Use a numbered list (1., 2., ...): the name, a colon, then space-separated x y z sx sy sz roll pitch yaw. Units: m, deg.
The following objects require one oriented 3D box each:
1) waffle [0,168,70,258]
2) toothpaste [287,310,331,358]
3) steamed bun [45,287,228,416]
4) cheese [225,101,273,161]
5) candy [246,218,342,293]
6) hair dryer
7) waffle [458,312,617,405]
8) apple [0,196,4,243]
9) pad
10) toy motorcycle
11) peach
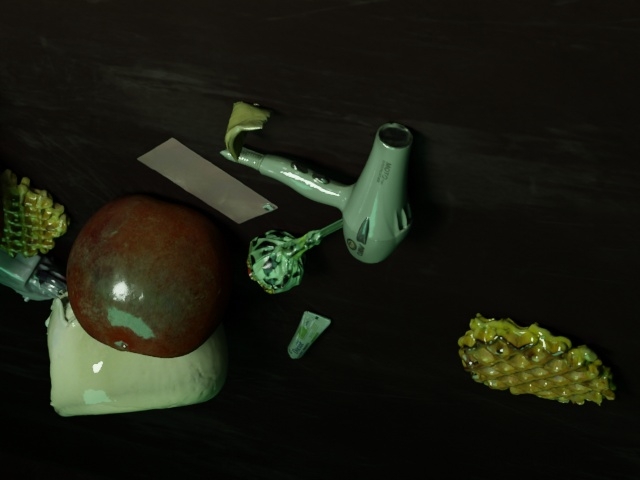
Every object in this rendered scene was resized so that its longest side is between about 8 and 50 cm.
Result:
1. waffle: -0.500 -0.037 1.895 0.160 0.046 0.192 34 137 -31
2. toothpaste: -0.027 0.167 2.001 0.048 0.029 0.197 22 151 -4
3. steamed bun: -0.315 0.172 1.967 0.311 0.233 0.334 -4 177 -18
4. cheese: -0.093 -0.143 1.420 0.041 0.060 0.084 31 145 -20
5. candy: 0.000 0.000 1.618 0.305 0.083 0.091 -26 92 46
6. hair dryer: 0.014 -0.096 1.427 0.267 0.092 0.229 34 144 -4
7. waffle: 0.332 0.192 1.771 0.237 0.059 0.243 5 152 23
8. apple: -0.678 -0.007 1.727 0.333 0.400 0.400 40 149 -20
9. pad: -0.162 -0.081 1.644 0.187 0.006 0.113 34 152 -25
10. toy motorcycle: -0.560 0.034 2.052 0.260 0.110 0.171 31 164 -10
11. peach: -0.258 0.058 1.727 0.252 0.252 0.252 16 154 8
